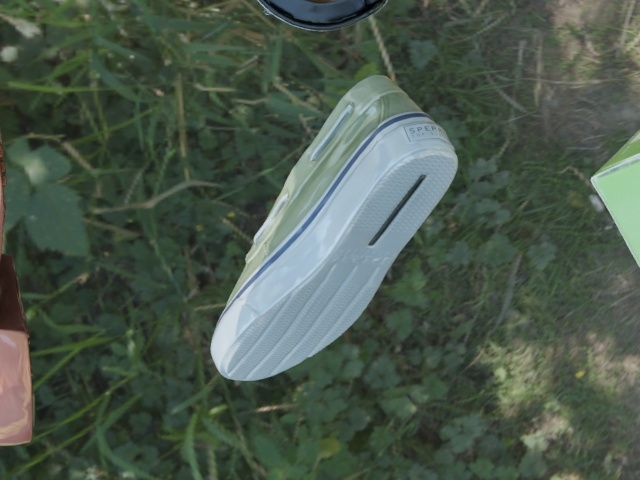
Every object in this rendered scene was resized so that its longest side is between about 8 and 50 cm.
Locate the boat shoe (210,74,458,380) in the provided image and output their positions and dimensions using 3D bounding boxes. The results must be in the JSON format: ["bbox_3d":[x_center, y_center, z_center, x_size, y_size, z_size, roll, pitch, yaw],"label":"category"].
[{"bbox_3d":[0.000,0.000,0.798,0.302,0.109,0.094,-50,48,31],"label":"boat shoe"}]

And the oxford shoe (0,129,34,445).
[{"bbox_3d":[-0.238,-0.023,0.531,0.123,0.130,0.348,-134,39,-60],"label":"oxford shoe"}]

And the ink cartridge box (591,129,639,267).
[{"bbox_3d":[0.244,0.024,0.548,0.062,0.109,0.209,-24,99,44],"label":"ink cartridge box"}]

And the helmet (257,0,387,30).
[{"bbox_3d":[0.011,-0.255,0.770,0.161,0.169,0.169,-24,87,57],"label":"helmet"}]
